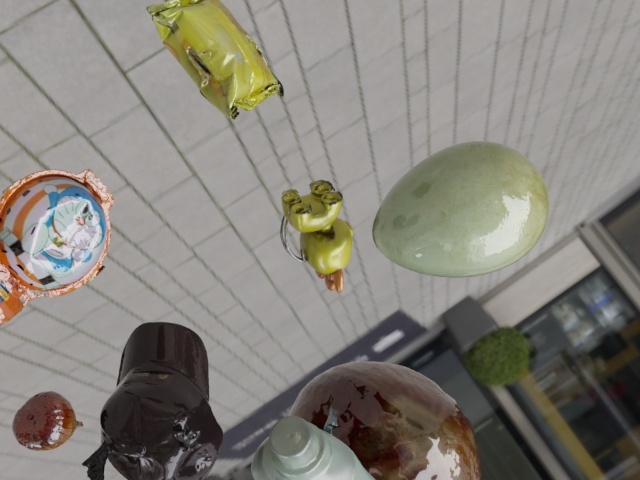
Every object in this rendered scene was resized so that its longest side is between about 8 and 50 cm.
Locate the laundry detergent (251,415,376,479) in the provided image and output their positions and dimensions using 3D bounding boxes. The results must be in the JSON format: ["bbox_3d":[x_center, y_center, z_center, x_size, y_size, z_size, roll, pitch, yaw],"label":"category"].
[{"bbox_3d":[-0.013,0.385,1.417,0.124,0.264,0.398,-58,149,-24],"label":"laundry detergent"}]

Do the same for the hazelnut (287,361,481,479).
[{"bbox_3d":[0.130,0.423,1.819,0.353,0.421,0.421,-47,166,-15],"label":"hazelnut"}]

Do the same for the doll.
[{"bbox_3d":[0.000,0.000,1.688,0.135,0.143,0.221,-24,133,-19],"label":"doll"}]

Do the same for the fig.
[{"bbox_3d":[-0.520,0.341,1.740,0.119,0.119,0.153,-43,175,27],"label":"fig"}]

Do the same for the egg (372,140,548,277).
[{"bbox_3d":[0.225,-0.045,1.467,0.295,0.218,0.218,-16,168,20],"label":"egg"}]

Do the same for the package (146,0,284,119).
[{"bbox_3d":[-0.158,-0.290,1.375,0.090,0.226,0.168,-32,-175,35],"label":"package"}]

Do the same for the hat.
[{"bbox_3d":[-0.323,0.321,1.680,0.238,0.336,0.209,-6,174,10],"label":"hat"}]

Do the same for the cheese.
[{"bbox_3d":[-0.453,0.022,1.401,0.329,0.129,0.217,-49,128,-25],"label":"cheese"}]

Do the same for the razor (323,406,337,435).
[{"bbox_3d":[0.036,0.400,1.618,0.033,0.190,0.066,-15,-165,2],"label":"razor"}]
